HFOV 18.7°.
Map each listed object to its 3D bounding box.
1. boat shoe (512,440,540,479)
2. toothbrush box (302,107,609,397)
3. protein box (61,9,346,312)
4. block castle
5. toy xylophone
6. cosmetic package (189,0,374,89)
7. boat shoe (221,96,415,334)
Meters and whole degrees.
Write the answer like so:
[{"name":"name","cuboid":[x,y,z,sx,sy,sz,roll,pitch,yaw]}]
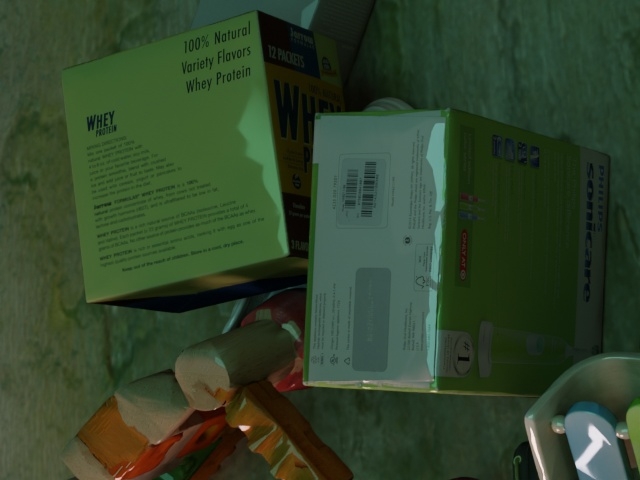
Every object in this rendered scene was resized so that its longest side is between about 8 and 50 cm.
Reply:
[{"name":"boat shoe","cuboid":[0.196,0.270,1.558,0.068,0.081,0.228,-12,74,37]},{"name":"toothbrush box","cuboid":[0.113,0.018,1.510,0.122,0.283,0.206,0,86,34]},{"name":"protein box","cuboid":[-0.088,-0.059,1.617,0.200,0.136,0.201,-14,78,28]},{"name":"block castle","cuboid":[-0.078,0.284,1.647,0.303,0.213,0.453,48,120,14]},{"name":"toy xylophone","cuboid":[0.319,0.179,1.409,0.322,0.081,0.236,-4,127,36]},{"name":"cosmetic package","cuboid":[-0.041,-0.182,1.736,0.127,0.107,0.238,21,94,29]},{"name":"boat shoe","cuboid":[0.000,0.000,1.695,0.098,0.096,0.277,34,103,31]}]
